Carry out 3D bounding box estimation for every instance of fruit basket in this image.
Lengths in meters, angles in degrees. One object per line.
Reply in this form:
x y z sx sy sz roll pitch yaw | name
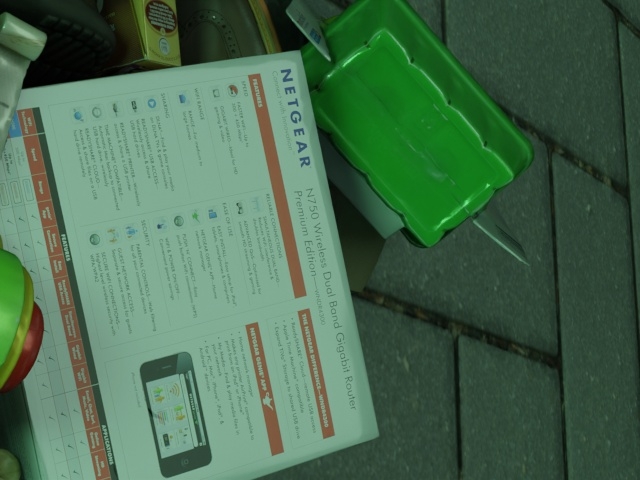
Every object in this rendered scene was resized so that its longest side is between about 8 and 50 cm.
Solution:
0.074 -0.125 1.448 0.327 0.165 0.353 47 5 -12 | fruit basket

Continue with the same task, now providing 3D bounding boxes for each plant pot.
0.000 0.000 1.447 0.109 0.109 0.096 18 78 -56 | plant pot

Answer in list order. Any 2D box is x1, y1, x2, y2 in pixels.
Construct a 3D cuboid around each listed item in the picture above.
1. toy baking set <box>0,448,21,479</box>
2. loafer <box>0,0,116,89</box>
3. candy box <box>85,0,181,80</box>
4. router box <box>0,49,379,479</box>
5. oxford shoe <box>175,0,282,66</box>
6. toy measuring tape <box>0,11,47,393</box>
-0.266 0.197 0.945 0.197 0.030 0.256 16 52 -46 | toy baking set
-0.294 -0.214 1.025 0.366 0.134 0.130 31 34 -62 | loafer
-0.181 -0.227 1.203 0.053 0.109 0.186 2 79 -59 | candy box
-0.124 0.035 1.134 0.301 0.082 0.335 -12 92 -34 | router box
-0.116 -0.092 1.260 0.133 0.130 0.363 16 68 -50 | oxford shoe
-0.225 -0.005 0.950 0.121 0.121 0.330 34 65 -50 | toy measuring tape
